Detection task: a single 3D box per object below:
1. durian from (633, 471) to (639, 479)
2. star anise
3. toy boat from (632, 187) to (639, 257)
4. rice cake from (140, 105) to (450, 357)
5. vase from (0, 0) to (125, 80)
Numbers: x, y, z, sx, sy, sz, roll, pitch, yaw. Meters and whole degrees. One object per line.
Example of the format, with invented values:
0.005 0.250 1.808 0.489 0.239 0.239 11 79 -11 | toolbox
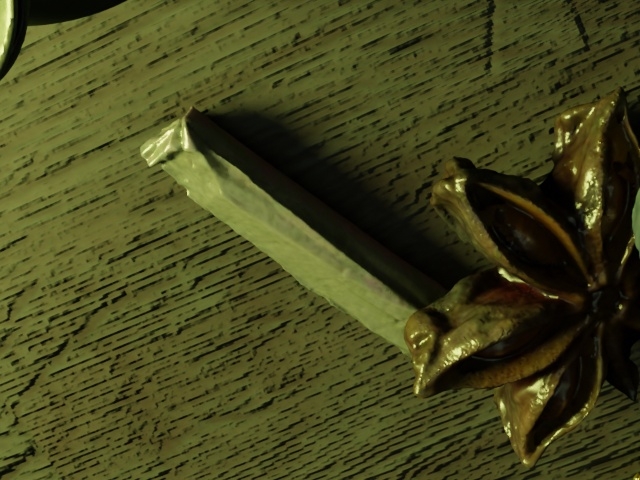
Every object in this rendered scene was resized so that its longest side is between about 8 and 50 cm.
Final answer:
0.296 0.262 0.908 0.183 0.138 0.250 8 112 11 | durian
0.143 0.025 0.813 0.220 0.099 0.214 -41 112 1 | star anise
0.304 -0.062 0.727 0.283 0.078 0.127 -31 112 0 | toy boat
0.000 0.001 0.845 0.270 0.049 0.055 35 137 -12 | rice cake
-0.158 -0.165 0.621 0.173 0.321 0.173 2 118 4 | vase
